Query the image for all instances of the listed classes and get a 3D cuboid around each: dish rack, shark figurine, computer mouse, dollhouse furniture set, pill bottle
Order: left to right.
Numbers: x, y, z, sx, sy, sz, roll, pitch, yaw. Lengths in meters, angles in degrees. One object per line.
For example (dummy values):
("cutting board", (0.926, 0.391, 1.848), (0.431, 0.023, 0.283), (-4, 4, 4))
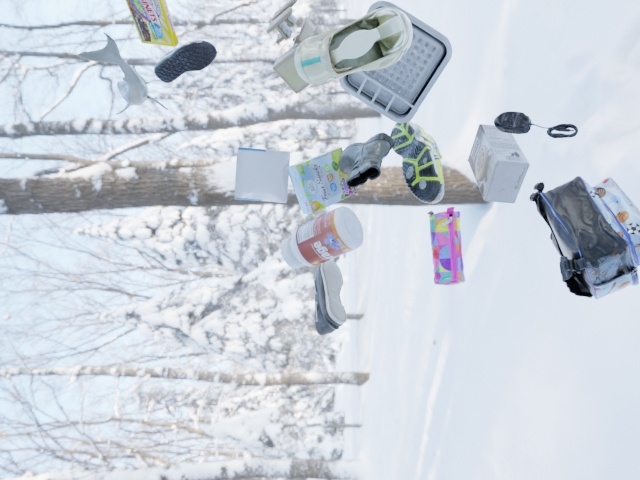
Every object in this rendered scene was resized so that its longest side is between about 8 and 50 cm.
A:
("shark figurine", (-0.482, -0.370, 1.199), (0.116, 0.166, 0.278), (-51, 5, -11))
("dollhouse furniture set", (-0.020, -0.548, 1.348), (0.212, 0.161, 0.242), (41, -139, -32))
("pill bottle", (0.000, 0.000, 1.323), (0.121, 0.216, 0.121), (34, -136, -40))
("dish rack", (0.234, -0.560, 1.528), (0.072, 0.285, 0.333), (-57, -1, -37))
("computer mouse", (0.657, -0.346, 1.491), (0.071, 0.242, 0.041), (-62, -25, -21))

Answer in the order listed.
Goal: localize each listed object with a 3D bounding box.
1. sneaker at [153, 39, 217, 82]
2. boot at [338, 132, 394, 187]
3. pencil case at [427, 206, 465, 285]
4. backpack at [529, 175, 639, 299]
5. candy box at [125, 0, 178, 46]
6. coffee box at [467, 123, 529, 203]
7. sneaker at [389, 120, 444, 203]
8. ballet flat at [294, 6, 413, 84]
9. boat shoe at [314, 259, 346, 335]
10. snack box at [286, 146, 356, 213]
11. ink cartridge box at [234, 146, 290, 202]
("sneaker", (-0.397, -0.545, 1.423), (0.084, 0.235, 0.097), (51, -139, -43))
("boot", (0.111, -0.226, 1.486), (0.246, 0.083, 0.161), (-21, 34, 54))
("pencil case", (0.385, 0.020, 1.480), (0.104, 0.104, 0.236), (35, -130, -88))
("backpack", (0.650, 0.000, 1.151), (0.263, 0.213, 0.276), (52, -153, -43))
("candy box", (-0.443, -0.599, 1.247), (0.206, 0.105, 0.027), (86, -165, -56))
("coffee box", (0.653, -0.291, 1.805), (0.297, 0.119, 0.168), (-86, 1, -52))
("sneaker", (0.358, -0.275, 1.639), (0.145, 0.147, 0.384), (-53, 34, 40))
("ballet flat", (0.073, -0.288, 0.702), (0.248, 0.086, 0.086), (-36, -34, -30))
("boat shoe", (0.016, 0.181, 1.647), (0.095, 0.112, 0.335), (-42, 26, 22))
("snack box", (0.007, -0.207, 1.680), (0.070, 0.207, 0.174), (2, 116, 58))
("ink cartridge box", (-0.226, -0.259, 1.927), (0.270, 0.198, 0.197), (-124, 39, -81))
